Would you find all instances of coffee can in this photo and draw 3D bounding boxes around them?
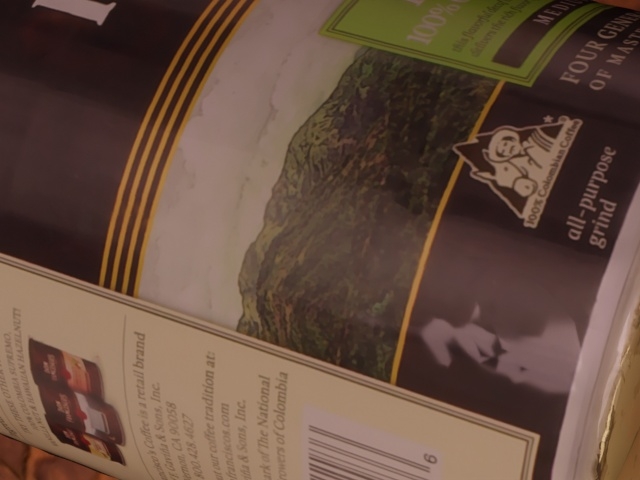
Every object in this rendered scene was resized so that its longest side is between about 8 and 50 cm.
[{"bbox_3d":[0.000,0.000,0.651,0.275,0.201,0.202,17,104,23],"label":"coffee can"}]
